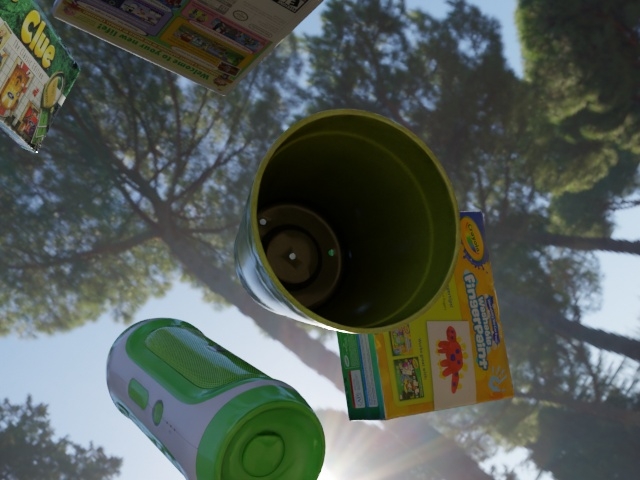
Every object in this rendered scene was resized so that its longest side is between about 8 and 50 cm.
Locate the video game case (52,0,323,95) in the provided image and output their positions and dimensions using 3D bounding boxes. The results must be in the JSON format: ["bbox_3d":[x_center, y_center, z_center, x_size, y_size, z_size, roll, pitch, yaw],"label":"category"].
[{"bbox_3d":[-0.136,-0.246,0.791,0.212,0.023,0.193,20,-36,-33],"label":"video game case"}]

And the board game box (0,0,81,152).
[{"bbox_3d":[-0.361,-0.206,0.915,0.260,0.030,0.136,93,-162,-79],"label":"board game box"}]

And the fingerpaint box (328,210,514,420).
[{"bbox_3d":[0.223,0.166,1.777,0.371,0.163,0.445,-3,-101,-31],"label":"fingerpaint box"}]

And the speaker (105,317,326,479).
[{"bbox_3d":[-0.117,0.163,0.768,0.131,0.296,0.131,-6,-78,-31],"label":"speaker"}]

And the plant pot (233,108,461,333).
[{"bbox_3d":[0.000,0.000,1.383,0.366,0.366,0.353,-40,5,-25],"label":"plant pot"}]
